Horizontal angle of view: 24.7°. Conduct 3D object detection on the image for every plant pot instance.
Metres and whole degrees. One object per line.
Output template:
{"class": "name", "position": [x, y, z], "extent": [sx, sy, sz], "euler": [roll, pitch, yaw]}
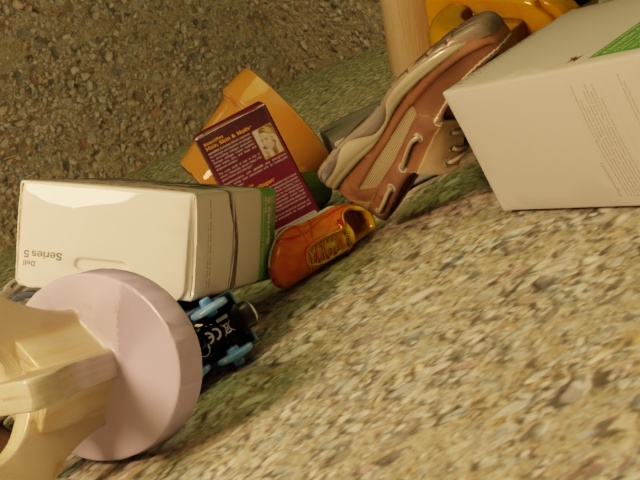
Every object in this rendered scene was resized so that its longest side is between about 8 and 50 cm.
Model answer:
{"class": "plant pot", "position": [-0.027, -0.066, 2.077], "extent": [0.083, 0.083, 0.079], "euler": [-17, 3, 45]}
{"class": "plant pot", "position": [-0.121, -0.145, 2.406], "extent": [0.188, 0.205, 0.205], "euler": [-44, 12, -4]}

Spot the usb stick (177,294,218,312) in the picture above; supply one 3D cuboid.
{"class": "usb stick", "position": [-0.177, 0.081, 1.625], "extent": [0.077, 0.045, 0.278], "euler": [-33, -7, 17]}

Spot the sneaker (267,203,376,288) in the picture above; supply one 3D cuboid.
{"class": "sneaker", "position": [0.000, 0.000, 1.711], "extent": [0.067, 0.064, 0.175], "euler": [-4, 26, 41]}

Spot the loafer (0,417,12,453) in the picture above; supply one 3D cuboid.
{"class": "loafer", "position": [-0.463, 0.225, 1.514], "extent": [0.366, 0.130, 0.134], "euler": [-12, 17, 30]}

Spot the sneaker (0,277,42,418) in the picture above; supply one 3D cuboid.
{"class": "sneaker", "position": [-0.363, 0.137, 1.680], "extent": [0.297, 0.111, 0.129], "euler": [-49, 7, -17]}

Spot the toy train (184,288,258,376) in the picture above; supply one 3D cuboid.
{"class": "toy train", "position": [-0.149, 0.116, 1.478], "extent": [0.184, 0.080, 0.105], "euler": [-31, 5, -18]}

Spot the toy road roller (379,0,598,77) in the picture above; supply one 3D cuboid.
{"class": "toy road roller", "position": [0.184, -0.238, 1.786], "extent": [0.330, 0.202, 0.241], "euler": [12, 35, 37]}

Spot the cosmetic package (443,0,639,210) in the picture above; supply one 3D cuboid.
{"class": "cosmetic package", "position": [0.298, -0.136, 1.373], "extent": [0.197, 0.155, 0.365], "euler": [-34, 13, -19]}

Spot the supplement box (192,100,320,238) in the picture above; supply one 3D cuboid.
{"class": "supplement box", "position": [-0.080, -0.077, 1.925], "extent": [0.104, 0.188, 0.081], "euler": [-28, 10, -4]}

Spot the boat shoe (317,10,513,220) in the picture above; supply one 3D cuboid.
{"class": "boat shoe", "position": [0.124, -0.134, 1.643], "extent": [0.123, 0.116, 0.324], "euler": [-44, -1, -41]}

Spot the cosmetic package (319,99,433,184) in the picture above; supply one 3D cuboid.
{"class": "cosmetic package", "position": [0.080, -0.125, 2.006], "extent": [0.127, 0.107, 0.238], "euler": [-24, 8, -3]}

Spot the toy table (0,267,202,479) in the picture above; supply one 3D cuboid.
{"class": "toy table", "position": [-0.250, 0.125, 1.296], "extent": [0.161, 0.252, 0.274], "euler": [-15, -11, -42]}

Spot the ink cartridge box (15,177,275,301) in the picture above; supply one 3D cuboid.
{"class": "ink cartridge box", "position": [-0.182, -0.007, 1.599], "extent": [0.198, 0.114, 0.273], "euler": [4, 4, 15]}
